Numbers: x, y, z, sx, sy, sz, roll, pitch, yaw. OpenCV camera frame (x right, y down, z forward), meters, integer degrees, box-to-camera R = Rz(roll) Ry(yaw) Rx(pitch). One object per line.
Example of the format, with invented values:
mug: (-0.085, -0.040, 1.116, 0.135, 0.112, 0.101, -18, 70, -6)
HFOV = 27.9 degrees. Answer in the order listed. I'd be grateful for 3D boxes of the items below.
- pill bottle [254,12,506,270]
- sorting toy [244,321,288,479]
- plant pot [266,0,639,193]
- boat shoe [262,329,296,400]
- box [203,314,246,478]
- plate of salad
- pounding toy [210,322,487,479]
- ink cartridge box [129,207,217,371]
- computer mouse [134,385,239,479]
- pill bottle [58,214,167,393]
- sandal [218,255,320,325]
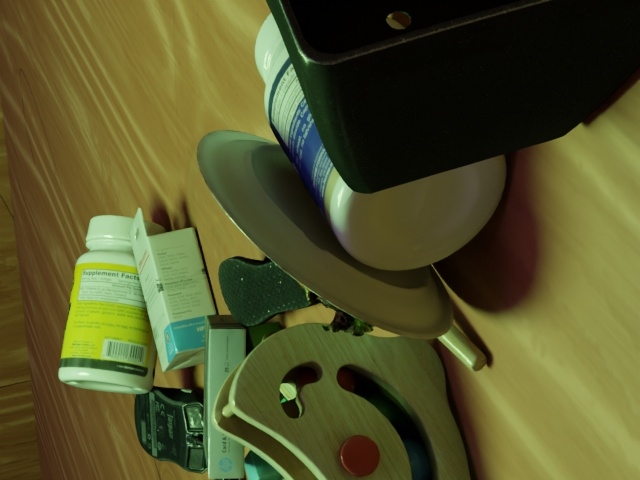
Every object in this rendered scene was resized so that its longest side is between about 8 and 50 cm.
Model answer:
pill bottle: (0.028, -0.079, 0.811, 0.186, 0.112, 0.112, -120, 27, -45)
sorting toy: (-0.030, 0.239, 1.236, 0.196, 0.047, 0.347, 112, 142, -57)
plant pot: (0.054, -0.129, 0.629, 0.167, 0.188, 0.187, 90, 161, -60)
boat shoe: (-0.009, 0.128, 1.112, 0.153, 0.056, 0.048, 41, 133, 50)
box: (-0.099, 0.153, 1.305, 0.186, 0.038, 0.145, -167, 78, -84)
plate of salad: (0.000, 0.000, 0.828, 0.048, 0.200, 0.200, -52, 42, 20)
pounding toy: (0.021, 0.126, 0.871, 0.155, 0.154, 0.269, 132, 125, -66)
ink cartridge box: (-0.172, 0.054, 1.517, 0.104, 0.060, 0.180, 130, 127, -66)
computer mouse: (-0.150, 0.269, 1.580, 0.262, 0.060, 0.184, -4, 92, 59)
pill bottle: (-0.255, 0.081, 1.611, 0.119, 0.119, 0.208, 145, 134, -69)
sandal: (-0.040, 0.041, 1.190, 0.179, 0.040, 0.067, -10, 96, 56)
